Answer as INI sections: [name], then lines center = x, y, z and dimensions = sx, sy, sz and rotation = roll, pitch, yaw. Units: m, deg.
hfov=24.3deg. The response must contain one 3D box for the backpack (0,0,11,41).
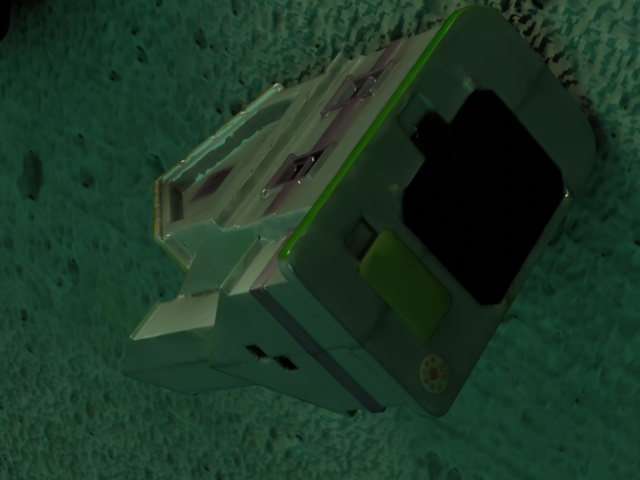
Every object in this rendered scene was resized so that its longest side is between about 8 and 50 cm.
[backpack]
center = -0.370, -0.307, 1.055
dimensions = 0.363, 0.255, 0.445
rotation = 28, 130, 12

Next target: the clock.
[clock]
center = 0.000, 0.000, 0.988
dimensions = 0.166, 0.235, 0.309
rotation = 47, 149, -20
